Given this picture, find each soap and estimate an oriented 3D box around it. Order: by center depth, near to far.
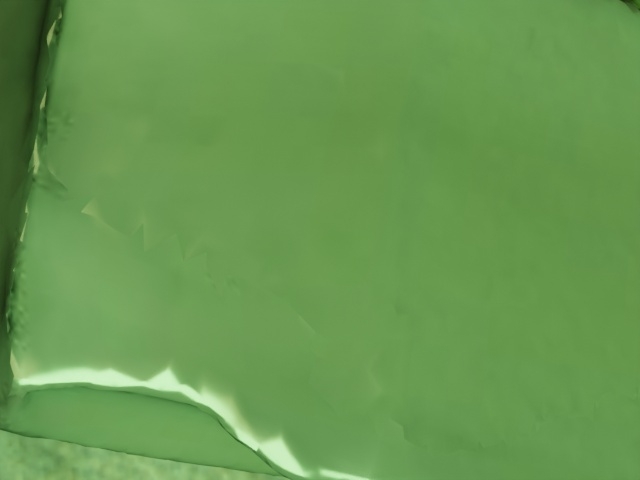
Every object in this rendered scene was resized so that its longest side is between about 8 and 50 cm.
[{"bbox_3d":[0.000,0.000,0.683,0.435,0.350,0.213,16,83,-39],"label":"soap"}]

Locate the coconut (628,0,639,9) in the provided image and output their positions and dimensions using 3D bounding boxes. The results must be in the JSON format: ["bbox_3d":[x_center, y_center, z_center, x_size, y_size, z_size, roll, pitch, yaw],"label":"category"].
[{"bbox_3d":[0.191,-0.168,0.924,0.158,0.055,0.133,-1,88,-6],"label":"coconut"}]
